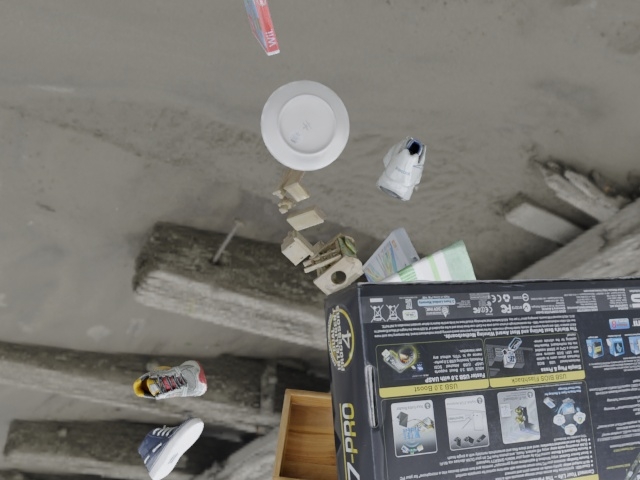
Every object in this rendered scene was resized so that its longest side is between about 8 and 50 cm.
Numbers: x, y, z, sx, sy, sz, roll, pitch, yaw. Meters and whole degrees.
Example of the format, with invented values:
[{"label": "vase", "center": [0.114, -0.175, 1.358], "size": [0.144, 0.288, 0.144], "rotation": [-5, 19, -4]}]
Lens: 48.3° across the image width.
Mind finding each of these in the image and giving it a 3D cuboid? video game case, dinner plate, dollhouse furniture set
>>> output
[{"label": "video game case", "center": [-0.132, -0.483, 1.238], "size": [0.025, 0.204, 0.285], "rotation": [-18, 120, -5]}, {"label": "dinner plate", "center": [-0.022, -0.179, 1.107], "size": [0.141, 0.141, 0.017], "rotation": [6, -179, -12]}, {"label": "dollhouse furniture set", "center": [-0.045, -0.136, 2.058], "size": [0.144, 0.123, 0.151], "rotation": [-17, 125, 43]}, {"label": "dollhouse furniture set", "center": [0.000, 0.000, 1.519], "size": [0.101, 0.182, 0.161], "rotation": [-40, 114, 13]}, {"label": "video game case", "center": [0.216, 0.151, 1.789], "size": [0.036, 0.299, 0.329], "rotation": [-22, 168, -16]}]

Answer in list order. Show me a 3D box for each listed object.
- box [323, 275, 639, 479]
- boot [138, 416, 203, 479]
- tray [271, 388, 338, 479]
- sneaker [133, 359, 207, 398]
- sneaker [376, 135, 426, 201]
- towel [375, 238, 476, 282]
[{"label": "box", "center": [0.210, 0.197, 0.712], "size": [0.395, 0.318, 0.097], "rotation": [-1, 167, -22]}, {"label": "boot", "center": [-0.332, 0.429, 1.551], "size": [0.190, 0.086, 0.069], "rotation": [-52, 151, 18]}, {"label": "tray", "center": [0.116, 0.445, 1.521], "size": [0.411, 0.202, 0.076], "rotation": [5, 148, 4]}, {"label": "sneaker", "center": [-0.359, 0.346, 1.712], "size": [0.225, 0.088, 0.093], "rotation": [-18, 178, 37]}, {"label": "sneaker", "center": [0.221, -0.200, 1.769], "size": [0.111, 0.297, 0.129], "rotation": [25, 116, -3]}, {"label": "towel", "center": [0.195, 0.173, 1.511], "size": [0.325, 0.038, 0.247], "rotation": [-26, 114, -6]}]
